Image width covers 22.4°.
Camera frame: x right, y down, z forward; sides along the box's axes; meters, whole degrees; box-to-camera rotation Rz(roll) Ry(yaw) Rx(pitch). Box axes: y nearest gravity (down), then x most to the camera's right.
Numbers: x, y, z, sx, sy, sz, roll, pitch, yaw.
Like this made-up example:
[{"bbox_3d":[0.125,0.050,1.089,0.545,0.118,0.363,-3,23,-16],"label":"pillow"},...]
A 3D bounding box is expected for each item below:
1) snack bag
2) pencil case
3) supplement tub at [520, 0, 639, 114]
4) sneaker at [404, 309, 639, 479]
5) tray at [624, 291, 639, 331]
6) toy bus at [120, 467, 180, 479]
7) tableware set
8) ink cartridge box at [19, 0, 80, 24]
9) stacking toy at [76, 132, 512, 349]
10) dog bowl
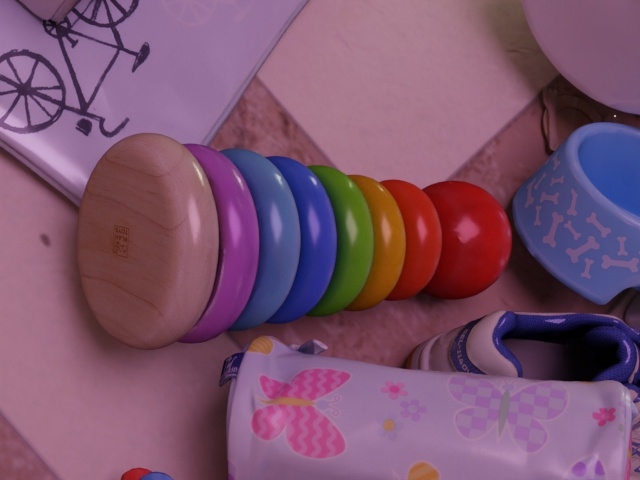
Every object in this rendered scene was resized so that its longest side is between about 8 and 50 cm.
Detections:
[{"bbox_3d":[-0.183,-0.204,1.187,0.342,0.037,0.323,38,58,-12],"label":"snack bag"},{"bbox_3d":[0.069,0.134,1.068,0.273,0.114,0.124,8,36,6],"label":"pencil case"},{"bbox_3d":[0.337,-0.259,1.337,0.331,0.241,0.241,-35,87,-40],"label":"supplement tub"},{"bbox_3d":[0.214,0.115,1.199,0.296,0.131,0.112,6,65,-26],"label":"sneaker"},{"bbox_3d":[0.384,0.105,1.349,0.270,0.030,0.145,43,58,-5],"label":"tray"},{"bbox_3d":[-0.076,0.243,1.002,0.220,0.149,0.211,24,44,-19],"label":"toy bus"},{"bbox_3d":[0.264,-0.108,1.384,0.168,0.020,0.141,25,60,-16],"label":"tableware set"},{"bbox_3d":[-0.172,-0.285,1.147,0.158,0.092,0.218,42,59,-9],"label":"ink cartridge box"},{"bbox_3d":[0.000,0.000,1.140,0.330,0.141,0.141,0,69,-40],"label":"stacking toy"},{"bbox_3d":[0.298,0.006,1.262,0.297,0.074,0.166,27,37,3],"label":"dog bowl"}]
